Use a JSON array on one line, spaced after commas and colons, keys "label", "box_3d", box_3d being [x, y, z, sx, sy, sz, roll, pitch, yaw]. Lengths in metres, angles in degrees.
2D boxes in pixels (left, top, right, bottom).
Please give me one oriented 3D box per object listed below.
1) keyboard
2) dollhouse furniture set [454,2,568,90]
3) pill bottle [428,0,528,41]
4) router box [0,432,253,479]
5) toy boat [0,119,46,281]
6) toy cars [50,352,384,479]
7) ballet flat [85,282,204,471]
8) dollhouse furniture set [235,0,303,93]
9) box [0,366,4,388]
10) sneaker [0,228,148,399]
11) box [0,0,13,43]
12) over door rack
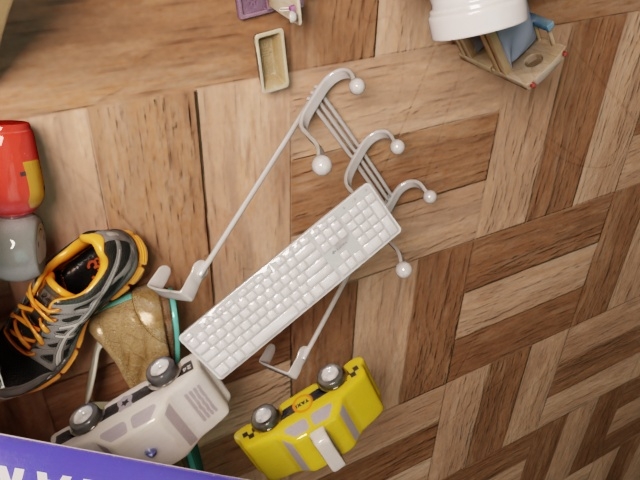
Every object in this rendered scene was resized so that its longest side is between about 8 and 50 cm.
[{"label": "keyboard", "box_3d": [-0.029, 0.044, 0.691, 0.256, 0.014, 0.072, -39, 110, -2]}, {"label": "dollhouse furniture set", "box_3d": [0.244, -0.296, 0.742, 0.184, 0.129, 0.129, -44, 135, 0]}, {"label": "pill bottle", "box_3d": [0.122, -0.321, 0.579, 0.146, 0.146, 0.264, -22, 112, -21]}, {"label": "router box", "box_3d": [-0.269, 0.268, 0.620, 0.335, 0.082, 0.301, 27, 141, -36]}, {"label": "toy boat", "box_3d": [-0.340, -0.005, 0.489, 0.318, 0.267, 0.148, -25, 122, -58]}, {"label": "toy cars", "box_3d": [-0.094, 0.221, 0.745, 0.394, 0.087, 0.176, 7, 112, -26]}, {"label": "ballet flat", "box_3d": [-0.220, 0.205, 0.800, 0.124, 0.116, 0.342, -10, 125, -13]}, {"label": "dollhouse furniture set", "box_3d": [-0.023, -0.202, 0.656, 0.091, 0.081, 0.114, -22, 131, -21]}, {"label": "box", "box_3d": [-0.379, 0.091, 0.544, 0.191, 0.184, 0.045, -15, 118, -25]}, {"label": "sneaker", "box_3d": [-0.272, 0.068, 0.662, 0.215, 0.084, 0.083, -52, 169, -4]}, {"label": "box", "box_3d": [-0.300, -0.155, 0.438, 0.164, 0.021, 0.201, -10, 169, -37]}, {"label": "over door rack", "box_3d": [0.000, 0.000, 0.764, 0.324, 0.108, 0.239, -52, 135, -10]}]
